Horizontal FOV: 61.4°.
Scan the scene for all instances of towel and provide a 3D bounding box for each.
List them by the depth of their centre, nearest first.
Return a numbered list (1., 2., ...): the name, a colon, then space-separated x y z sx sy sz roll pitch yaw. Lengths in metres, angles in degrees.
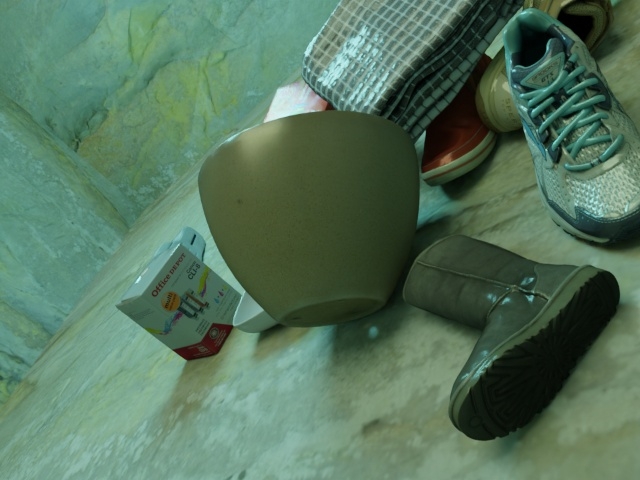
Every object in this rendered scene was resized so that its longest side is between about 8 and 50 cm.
1. towel: 0.116 -0.293 0.779 0.283 0.121 0.235 -51 45 15

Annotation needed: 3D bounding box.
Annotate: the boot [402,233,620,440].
1. boot: 0.135 0.068 0.499 0.190 0.076 0.208 -37 25 -16

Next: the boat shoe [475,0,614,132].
1. boat shoe: 0.337 -0.290 0.726 0.110 0.122 0.341 10 68 60

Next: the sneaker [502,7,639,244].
1. sneaker: 0.235 -0.121 0.529 0.110 0.122 0.283 -31 44 27

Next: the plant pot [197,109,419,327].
1. plant pot: 0.000 0.000 0.673 0.284 0.284 0.190 -28 63 38

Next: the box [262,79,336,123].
1. box: -0.027 -0.141 0.966 0.154 0.142 0.299 -5 54 36

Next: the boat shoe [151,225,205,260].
1. boat shoe: -0.395 0.067 1.470 0.119 0.121 0.335 -50 9 13

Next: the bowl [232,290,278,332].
1. bowl: -0.070 0.086 0.880 0.142 0.053 0.142 -32 25 31

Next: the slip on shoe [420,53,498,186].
1. slip on shoe: 0.204 -0.202 0.823 0.123 0.101 0.331 -23 32 42

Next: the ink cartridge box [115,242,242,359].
1. ink cartridge box: -0.257 0.116 1.003 0.127 0.176 0.128 -22 32 48
